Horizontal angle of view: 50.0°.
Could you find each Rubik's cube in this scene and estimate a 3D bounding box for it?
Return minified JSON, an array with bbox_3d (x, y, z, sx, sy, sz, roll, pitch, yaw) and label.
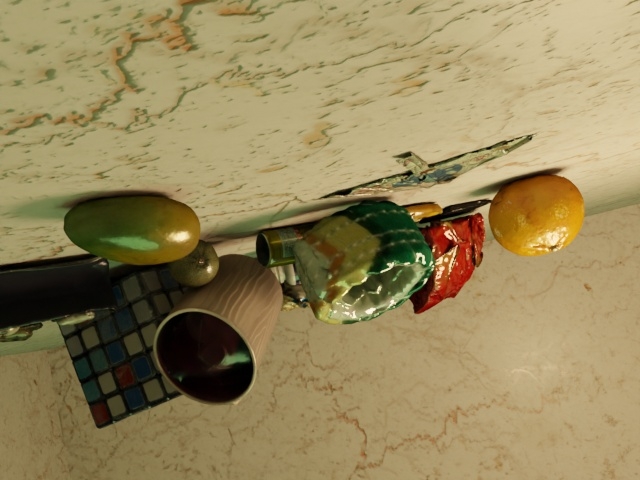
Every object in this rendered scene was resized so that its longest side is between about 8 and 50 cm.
[{"bbox_3d":[-0.383,0.233,1.616,0.293,0.287,0.292,-26,173,23],"label":"Rubik's cube"}]

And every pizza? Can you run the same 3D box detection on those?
[{"bbox_3d":[0.181,-0.051,1.649,0.184,0.036,0.176,-6,170,-43],"label":"pizza"}]

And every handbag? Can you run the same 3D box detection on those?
[{"bbox_3d":[-0.575,0.126,1.317,0.303,0.122,0.329,-9,173,-35],"label":"handbag"}]

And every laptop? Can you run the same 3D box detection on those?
[{"bbox_3d":[0.367,-0.080,1.877,0.135,0.016,0.197,-11,175,-20],"label":"laptop"}]

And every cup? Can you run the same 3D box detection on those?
[{"bbox_3d":[-0.186,0.200,1.439,0.208,0.288,0.273,-28,-161,22],"label":"cup"}]

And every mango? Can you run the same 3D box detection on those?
[{"bbox_3d":[-0.251,-0.015,0.934,0.194,0.092,0.130,5,165,-41],"label":"mango"}]

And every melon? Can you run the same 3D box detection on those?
[{"bbox_3d":[-0.250,0.044,1.349,0.098,0.098,0.130,-11,-179,-21],"label":"melon"}]

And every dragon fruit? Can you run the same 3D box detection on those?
[{"bbox_3d":[0.355,0.000,1.952,0.330,0.240,0.302,-36,158,-30],"label":"dragon fruit"}]

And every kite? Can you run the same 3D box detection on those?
[{"bbox_3d":[0.184,-0.117,1.215,0.405,0.014,0.368,-16,173,18],"label":"kite"}]

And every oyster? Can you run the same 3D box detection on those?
[{"bbox_3d":[0.000,0.109,1.875,0.222,0.214,0.083,11,143,19],"label":"oyster"}]

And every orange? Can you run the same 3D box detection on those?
[{"bbox_3d":[0.508,-0.059,1.620,0.219,0.193,0.219,2,164,1],"label":"orange"}]

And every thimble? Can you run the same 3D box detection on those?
[{"bbox_3d":[0.083,0.048,1.418,0.288,0.167,0.254,-6,144,-34],"label":"thimble"}]

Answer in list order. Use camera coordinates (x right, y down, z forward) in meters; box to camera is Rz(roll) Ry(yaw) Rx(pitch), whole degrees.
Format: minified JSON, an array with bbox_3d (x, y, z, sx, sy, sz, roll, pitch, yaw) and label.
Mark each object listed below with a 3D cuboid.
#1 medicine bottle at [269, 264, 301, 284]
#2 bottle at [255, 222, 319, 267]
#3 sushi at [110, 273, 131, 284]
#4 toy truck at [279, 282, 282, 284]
[{"bbox_3d":[-0.039,0.057,1.801,0.191,0.107,0.107,-12,173,-8],"label":"medicine bottle"},{"bbox_3d":[0.000,0.000,1.526,0.286,0.082,0.082,-10,172,-28],"label":"bottle"},{"bbox_3d":[-0.547,0.129,1.696,0.192,0.040,0.210,-9,172,-30],"label":"sushi"},{"bbox_3d":[-0.159,0.127,1.937,0.267,0.156,0.124,-9,172,-29],"label":"toy truck"}]
